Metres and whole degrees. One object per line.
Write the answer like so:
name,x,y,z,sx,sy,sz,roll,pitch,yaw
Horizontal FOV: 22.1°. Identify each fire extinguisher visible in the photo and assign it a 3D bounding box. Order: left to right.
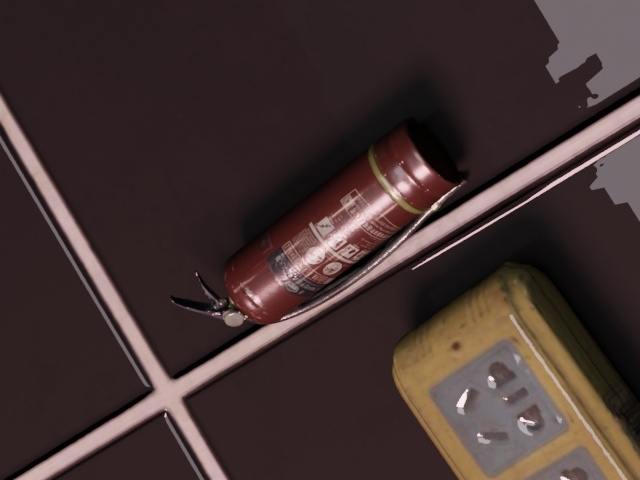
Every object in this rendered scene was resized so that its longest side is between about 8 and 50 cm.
fire extinguisher,0.000,0.000,0.830,0.158,0.043,0.064,-38,127,26

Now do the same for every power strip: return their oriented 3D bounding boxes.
power strip,0.172,0.189,0.782,0.092,0.066,0.387,-38,85,27
